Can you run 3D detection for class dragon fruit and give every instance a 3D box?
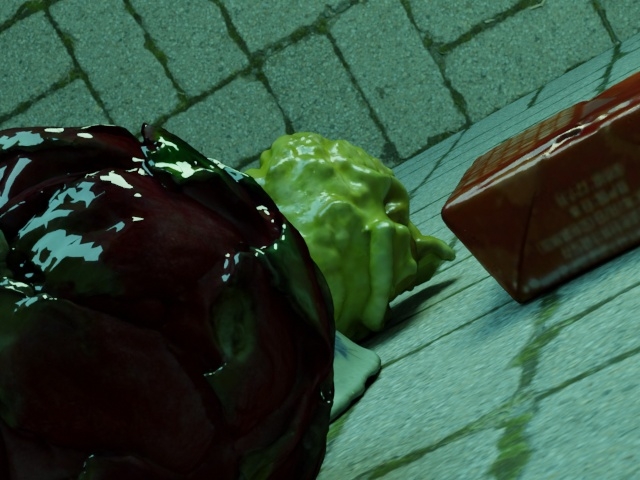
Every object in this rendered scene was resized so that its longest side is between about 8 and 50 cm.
[{"bbox_3d":[-0.136,0.080,0.992,0.329,0.329,0.329,-30,5,3],"label":"dragon fruit"}]

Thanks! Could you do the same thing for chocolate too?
[{"bbox_3d":[0.233,-0.060,1.332,0.234,0.108,0.237,-29,4,17],"label":"chocolate"}]

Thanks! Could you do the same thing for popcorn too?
[{"bbox_3d":[0.010,0.006,1.536,0.181,0.216,0.235,-56,5,14],"label":"popcorn"}]

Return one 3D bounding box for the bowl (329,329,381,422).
[{"bbox_3d":[-0.116,0.117,1.356,0.313,0.146,0.313,-29,4,2],"label":"bowl"}]
